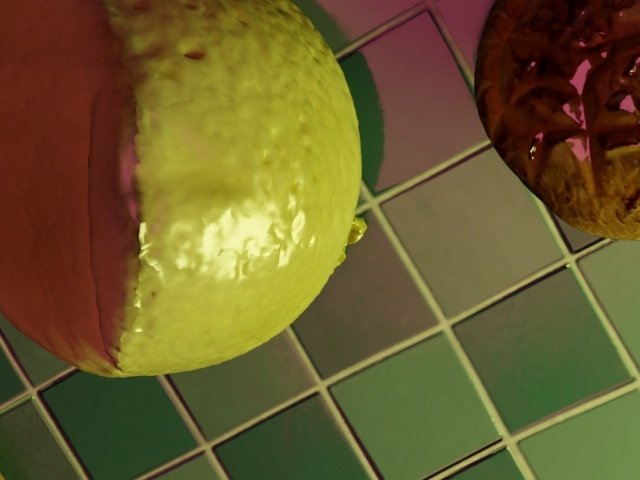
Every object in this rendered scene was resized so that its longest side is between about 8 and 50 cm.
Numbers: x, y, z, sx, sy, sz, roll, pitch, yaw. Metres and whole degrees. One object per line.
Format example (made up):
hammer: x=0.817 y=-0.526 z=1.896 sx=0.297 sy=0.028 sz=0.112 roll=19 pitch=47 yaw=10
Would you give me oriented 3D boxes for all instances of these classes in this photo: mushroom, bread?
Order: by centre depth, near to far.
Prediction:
mushroom: x=0.228 y=-0.126 z=0.712 sx=0.253 sy=0.153 sz=0.253 roll=-7 pitch=78 yaw=37
bread: x=-0.125 y=-0.057 z=0.760 sx=0.320 sy=0.237 sz=0.320 roll=0 pitch=90 yaw=39

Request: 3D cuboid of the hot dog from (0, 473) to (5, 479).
hot dog: x=-0.362 y=0.243 z=0.931 sx=0.135 sy=0.100 sz=0.337 roll=-31 pitch=97 yaw=4

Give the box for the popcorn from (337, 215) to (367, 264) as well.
popcorn: x=-0.001 y=-0.002 z=0.848 sx=0.083 sy=0.059 sz=0.068 roll=-20 pitch=99 yaw=3
